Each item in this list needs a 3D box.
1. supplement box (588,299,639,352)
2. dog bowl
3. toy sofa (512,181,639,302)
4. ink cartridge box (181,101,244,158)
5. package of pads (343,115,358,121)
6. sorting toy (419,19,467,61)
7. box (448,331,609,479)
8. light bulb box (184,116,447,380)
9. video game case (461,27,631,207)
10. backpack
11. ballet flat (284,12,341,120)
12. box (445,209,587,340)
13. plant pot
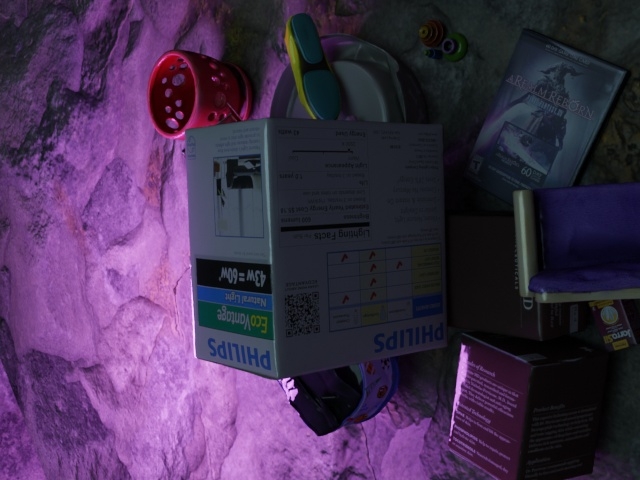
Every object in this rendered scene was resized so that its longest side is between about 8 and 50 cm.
[{"bbox_3d":[0.460,0.125,1.284,0.055,0.043,0.083,-27,76,41],"label":"supplement box"},{"bbox_3d":[0.055,-0.215,1.592,0.349,0.102,0.348,6,99,43],"label":"dog bowl"},{"bbox_3d":[0.442,-0.007,1.093,0.363,0.177,0.150,-3,91,12],"label":"toy sofa"},{"bbox_3d":[-0.117,-0.079,1.600,0.130,0.272,0.309,-39,78,-6],"label":"ink cartridge box"},{"bbox_3d":[0.057,-0.179,1.502,0.050,0.032,0.083,-37,69,40],"label":"package of pads"},{"bbox_3d":[0.208,-0.351,1.475,0.102,0.042,0.061,42,121,32],"label":"sorting toy"},{"bbox_3d":[0.326,0.258,1.315,0.167,0.168,0.203,21,108,58],"label":"box"},{"bbox_3d":[0.000,0.000,1.295,0.225,0.358,0.361,3,95,51],"label":"light bulb box"},{"bbox_3d":[0.360,-0.183,1.361,0.196,0.026,0.274,36,118,35],"label":"video game case"},{"bbox_3d":[0.024,0.228,1.593,0.276,0.213,0.263,-53,52,40],"label":"backpack"},{"bbox_3d":[-0.019,-0.309,1.544,0.077,0.077,0.231,-39,63,61],"label":"ballet flat"},{"bbox_3d":[0.246,0.046,1.394,0.381,0.143,0.191,2,96,47],"label":"box"},{"bbox_3d":[-0.261,-0.318,1.829,0.191,0.174,0.191,6,99,43],"label":"plant pot"}]
